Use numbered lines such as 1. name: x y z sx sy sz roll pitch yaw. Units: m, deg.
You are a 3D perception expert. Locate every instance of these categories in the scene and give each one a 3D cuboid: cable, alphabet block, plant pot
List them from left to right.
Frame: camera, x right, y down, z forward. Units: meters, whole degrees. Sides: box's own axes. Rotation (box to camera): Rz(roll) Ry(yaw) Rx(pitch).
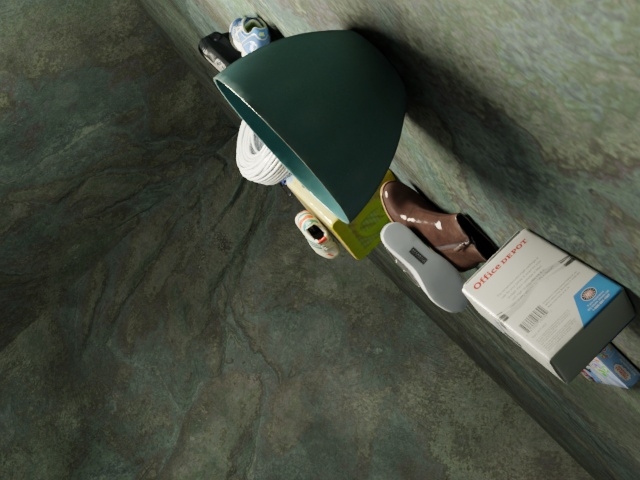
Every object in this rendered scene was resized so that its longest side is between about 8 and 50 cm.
1. cable: -0.116 -0.265 1.629 0.089 0.257 0.257 15 -133 -31
2. plant pot: 0.013 -0.194 0.988 0.290 0.195 0.290 47 177 3
3. alphabet block: 0.071 -0.106 1.600 0.197 0.192 0.193 46 180 37

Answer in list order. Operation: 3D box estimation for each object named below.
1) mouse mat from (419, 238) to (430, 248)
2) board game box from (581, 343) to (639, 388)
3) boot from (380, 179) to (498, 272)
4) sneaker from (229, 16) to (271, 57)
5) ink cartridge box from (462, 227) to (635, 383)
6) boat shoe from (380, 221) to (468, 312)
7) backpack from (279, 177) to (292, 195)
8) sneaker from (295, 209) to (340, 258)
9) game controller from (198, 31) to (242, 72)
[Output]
1. mouse mat: 0.226 -0.015 1.516 0.190 0.007 0.152 41 -148 -32
2. board game box: 0.478 0.193 1.216 0.160 0.039 0.211 47 177 9
3. boot: 0.237 -0.042 1.332 0.248 0.090 0.207 48 166 -2
4. sneaker: -0.142 -0.435 1.401 0.211 0.080 0.081 -122 32 -49
5. ink cartridge box: 0.322 0.088 0.956 0.082 0.139 0.191 46 179 -37
6. boat shoe: 0.209 0.057 1.361 0.228 0.080 0.076 43 174 8
7. backpack: -0.098 -0.272 2.359 0.173 0.158 0.117 59 176 30
8. sneaker: 0.000 0.000 1.615 0.161 0.057 0.075 51 -179 -33
9. game controller: -0.124 -0.358 1.486 0.319 0.067 0.166 45 -148 11
